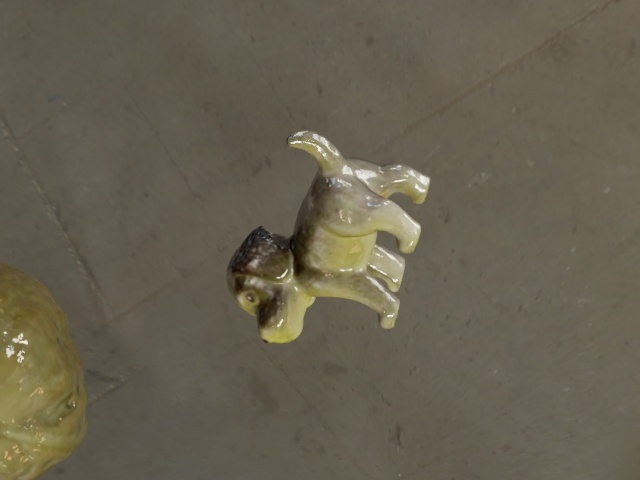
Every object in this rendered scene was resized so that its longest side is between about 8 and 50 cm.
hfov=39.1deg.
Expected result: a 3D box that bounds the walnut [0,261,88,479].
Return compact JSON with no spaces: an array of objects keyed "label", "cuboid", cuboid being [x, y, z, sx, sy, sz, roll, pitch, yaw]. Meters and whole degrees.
[{"label":"walnut","cuboid":[-0.340,0.132,0.847,0.283,0.283,0.227,20,90,10]}]

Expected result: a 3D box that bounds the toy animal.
[{"label":"toy animal","cuboid":[0.010,0.012,0.861,0.169,0.233,0.121,24,42,-5]}]
